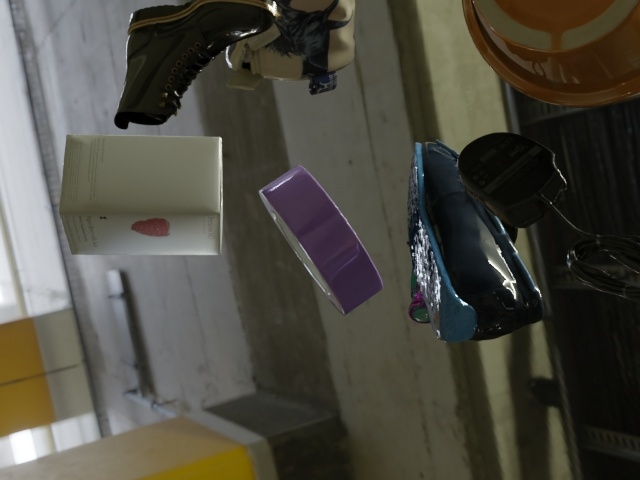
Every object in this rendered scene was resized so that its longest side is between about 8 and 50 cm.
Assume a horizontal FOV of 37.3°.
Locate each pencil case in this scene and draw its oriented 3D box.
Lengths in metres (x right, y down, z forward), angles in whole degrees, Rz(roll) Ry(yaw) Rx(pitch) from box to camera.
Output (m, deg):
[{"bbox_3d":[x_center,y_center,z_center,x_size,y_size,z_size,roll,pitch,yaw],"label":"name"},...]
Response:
[{"bbox_3d":[-0.038,-0.380,1.101,0.160,0.183,0.410,13,-54,18],"label":"pencil case"},{"bbox_3d":[0.175,0.059,1.565,0.065,0.070,0.151,-19,-132,29],"label":"pencil case"}]

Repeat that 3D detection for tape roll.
[{"bbox_3d":[0.000,0.000,1.719,0.274,0.090,0.275,55,-4,6],"label":"tape roll"}]

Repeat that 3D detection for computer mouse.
[{"bbox_3d":[0.192,-0.018,0.762,0.242,0.071,0.041,49,-5,47],"label":"computer mouse"}]

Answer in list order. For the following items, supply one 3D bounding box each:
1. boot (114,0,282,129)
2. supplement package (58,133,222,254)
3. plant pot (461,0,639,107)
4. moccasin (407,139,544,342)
[{"bbox_3d":[-0.137,-0.192,1.044,0.198,0.077,0.137,-5,-112,36],"label":"boot"},{"bbox_3d":[-0.335,-0.084,1.820,0.177,0.293,0.175,100,-12,-62],"label":"supplement package"},{"bbox_3d":[0.196,-0.205,0.727,0.205,0.188,0.205,3,-82,22],"label":"plant pot"},{"bbox_3d":[0.165,0.003,1.063,0.342,0.117,0.137,-95,-176,-52],"label":"moccasin"}]
